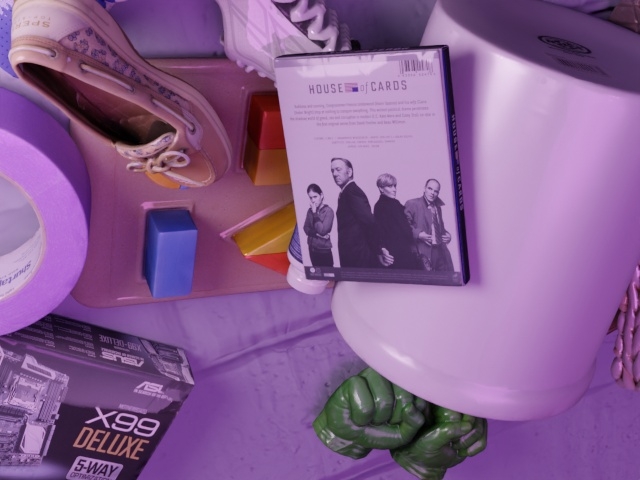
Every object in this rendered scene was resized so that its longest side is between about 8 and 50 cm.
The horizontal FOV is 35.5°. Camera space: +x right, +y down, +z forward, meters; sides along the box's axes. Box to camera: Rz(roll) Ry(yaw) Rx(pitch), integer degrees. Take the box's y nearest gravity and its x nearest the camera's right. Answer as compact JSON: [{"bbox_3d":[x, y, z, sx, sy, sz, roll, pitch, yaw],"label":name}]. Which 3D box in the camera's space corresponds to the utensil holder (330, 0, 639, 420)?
[{"bbox_3d":[0.217,-0.049,1.133,0.327,0.327,0.385,4,119,-23],"label":"utensil holder"}]

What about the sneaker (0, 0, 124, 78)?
[{"bbox_3d":[-0.197,-0.266,0.906,0.315,0.182,0.127,-40,126,10],"label":"sneaker"}]

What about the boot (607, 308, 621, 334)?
[{"bbox_3d":[0.380,0.095,1.404,0.269,0.089,0.236,-29,165,3],"label":"boot"}]

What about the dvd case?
[{"bbox_3d":[0.052,-0.070,0.997,0.179,0.029,0.239,2,111,26],"label":"dvd case"}]

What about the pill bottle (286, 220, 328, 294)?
[{"bbox_3d":[0.000,0.000,1.157,0.067,0.067,0.120,6,121,-24],"label":"pill bottle"}]

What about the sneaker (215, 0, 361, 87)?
[{"bbox_3d":[-0.030,-0.204,1.052,0.118,0.110,0.292,-31,111,15],"label":"sneaker"}]

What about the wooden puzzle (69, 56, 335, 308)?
[{"bbox_3d":[-0.111,-0.053,1.155,0.347,0.080,0.322,-2,125,-19],"label":"wooden puzzle"}]

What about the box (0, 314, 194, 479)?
[{"bbox_3d":[-0.350,0.213,1.259,0.307,0.076,0.242,20,115,-30],"label":"box"}]

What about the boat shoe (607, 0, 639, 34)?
[{"bbox_3d":[0.391,-0.150,1.249,0.116,0.123,0.324,-4,129,-29],"label":"boat shoe"}]

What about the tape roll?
[{"bbox_3d":[-0.381,-0.028,1.045,0.274,0.090,0.275,-5,126,-7],"label":"tape roll"}]

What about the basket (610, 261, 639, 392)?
[{"bbox_3d":[0.576,0.043,1.266,0.331,0.266,0.328,-18,116,-40],"label":"basket"}]

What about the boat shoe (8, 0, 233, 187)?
[{"bbox_3d":[-0.186,-0.119,0.939,0.104,0.089,0.285,-16,144,29],"label":"boat shoe"}]

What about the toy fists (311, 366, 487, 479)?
[{"bbox_3d":[0.130,0.267,1.464,0.279,0.096,0.142,23,112,-30],"label":"toy fists"}]
